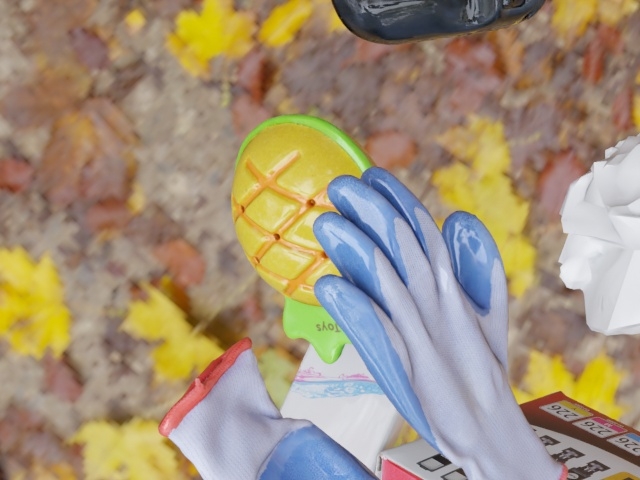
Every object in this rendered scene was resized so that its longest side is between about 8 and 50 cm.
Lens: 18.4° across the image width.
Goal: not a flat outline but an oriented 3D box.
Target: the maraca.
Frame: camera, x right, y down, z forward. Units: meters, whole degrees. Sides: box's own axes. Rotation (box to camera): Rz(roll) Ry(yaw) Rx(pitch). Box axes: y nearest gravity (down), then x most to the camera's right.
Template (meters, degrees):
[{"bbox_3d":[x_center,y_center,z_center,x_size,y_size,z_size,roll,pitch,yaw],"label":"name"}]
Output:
[{"bbox_3d":[0.000,0.000,1.378,0.127,0.099,0.185,-4,108,39],"label":"maraca"}]

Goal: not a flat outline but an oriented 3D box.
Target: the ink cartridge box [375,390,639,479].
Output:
[{"bbox_3d":[0.187,0.247,1.400,0.309,0.272,0.130,25,119,43],"label":"ink cartridge box"}]

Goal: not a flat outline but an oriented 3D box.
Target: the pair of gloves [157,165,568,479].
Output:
[{"bbox_3d":[0.027,0.069,0.688,0.023,0.198,0.159,-16,115,41],"label":"pair of gloves"}]

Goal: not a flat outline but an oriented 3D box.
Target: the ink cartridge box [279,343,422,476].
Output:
[{"bbox_3d":[0.035,0.126,1.541,0.093,0.154,0.212,20,76,14],"label":"ink cartridge box"}]

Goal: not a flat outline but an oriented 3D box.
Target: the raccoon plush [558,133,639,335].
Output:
[{"bbox_3d":[0.302,-0.106,0.577,0.216,0.446,0.299,12,99,56],"label":"raccoon plush"}]

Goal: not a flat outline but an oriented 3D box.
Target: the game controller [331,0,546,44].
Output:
[{"bbox_3d":[0.071,-0.304,1.416,0.166,0.067,0.319,-8,97,3],"label":"game controller"}]
